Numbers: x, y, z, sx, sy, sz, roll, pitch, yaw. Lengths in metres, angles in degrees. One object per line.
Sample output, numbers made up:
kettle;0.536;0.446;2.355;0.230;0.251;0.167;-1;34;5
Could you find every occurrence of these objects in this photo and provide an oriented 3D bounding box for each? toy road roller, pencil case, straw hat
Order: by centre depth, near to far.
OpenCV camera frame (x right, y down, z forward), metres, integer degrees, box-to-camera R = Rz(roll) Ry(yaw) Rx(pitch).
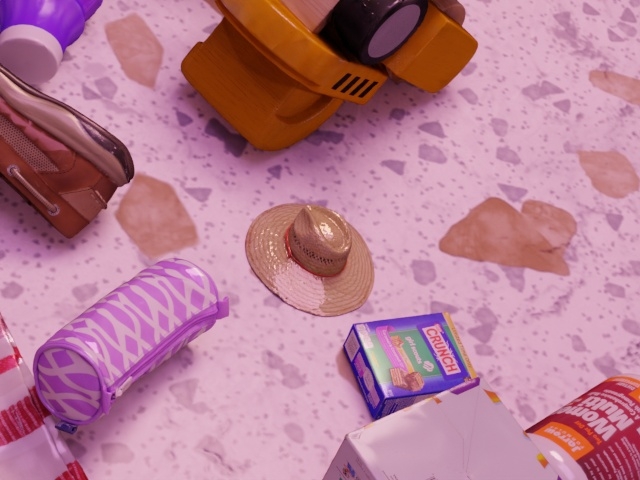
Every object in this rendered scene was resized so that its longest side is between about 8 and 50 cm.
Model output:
pencil case;-0.171;0.088;1.548;0.088;0.086;0.206;11;30;26
straw hat;0.000;0.000;1.726;0.144;0.061;0.144;10;50;-12
toy road roller;-0.003;-0.220;1.849;0.202;0.240;0.329;46;14;18

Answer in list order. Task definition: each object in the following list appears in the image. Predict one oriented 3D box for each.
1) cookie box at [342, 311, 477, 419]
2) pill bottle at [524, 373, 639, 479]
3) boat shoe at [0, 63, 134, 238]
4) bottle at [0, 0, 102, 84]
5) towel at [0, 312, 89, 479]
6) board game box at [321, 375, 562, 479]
cookie box;0.089;0.121;1.673;0.107;0.040;0.092;-6;54;-25
pill bottle;0.235;0.219;1.594;0.221;0.121;0.121;-26;65;-35
boat shoe;-0.338;-0.118;1.649;0.324;0.122;0.120;32;83;3
bottle;-0.285;-0.286;1.832;0.118;0.092;0.283;16;48;-9
towel;-0.330;0.192;1.461;0.237;0.037;0.329;-17;60;-30
board game box;0.074;0.260;1.394;0.142;0.275;0.144;-20;61;-33
